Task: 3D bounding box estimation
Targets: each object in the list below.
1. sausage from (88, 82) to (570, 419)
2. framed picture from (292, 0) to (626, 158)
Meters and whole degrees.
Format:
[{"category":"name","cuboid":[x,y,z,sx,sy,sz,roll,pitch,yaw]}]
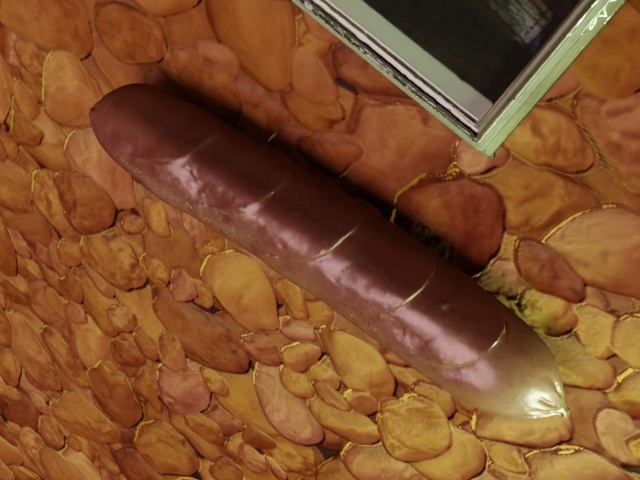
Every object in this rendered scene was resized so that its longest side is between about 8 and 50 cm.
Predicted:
[{"category":"sausage","cuboid":[0.000,0.000,0.706,0.433,0.088,0.088,33,136,13]},{"category":"framed picture","cuboid":[0.040,-0.202,0.548,0.293,0.018,0.231,39,140,3]}]
